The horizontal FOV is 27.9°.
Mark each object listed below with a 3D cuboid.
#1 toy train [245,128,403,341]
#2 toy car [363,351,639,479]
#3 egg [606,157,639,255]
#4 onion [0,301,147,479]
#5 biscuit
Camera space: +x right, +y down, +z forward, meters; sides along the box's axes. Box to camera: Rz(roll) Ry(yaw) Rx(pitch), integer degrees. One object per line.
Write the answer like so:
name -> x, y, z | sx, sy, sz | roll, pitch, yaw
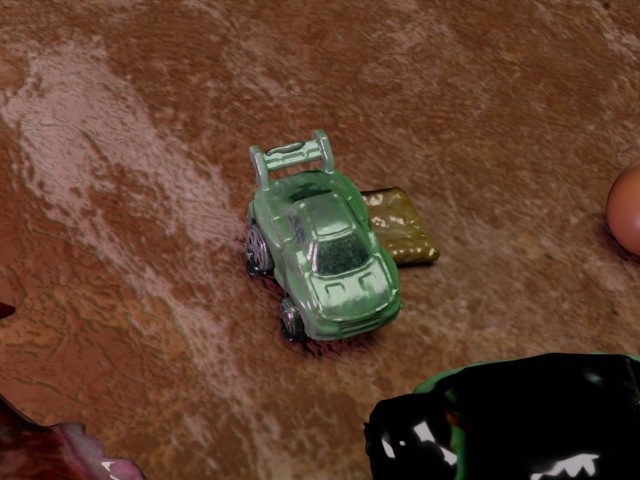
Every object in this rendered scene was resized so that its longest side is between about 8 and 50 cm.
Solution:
toy train -> 0.000, 0.000, 0.940 | 0.099, 0.081, 0.149 | -15, 49, -17
toy car -> 0.144, 0.216, 0.699 | 0.213, 0.176, 0.358 | -7, 35, 1
egg -> 0.280, -0.033, 1.078 | 0.080, 0.096, 0.080 | -2, 46, 2
onion -> -0.179, 0.194, 0.509 | 0.341, 0.341, 0.341 | 10, 42, -9
biscuit -> 0.044, -0.009, 1.025 | 0.083, 0.018, 0.081 | -8, 48, -24
